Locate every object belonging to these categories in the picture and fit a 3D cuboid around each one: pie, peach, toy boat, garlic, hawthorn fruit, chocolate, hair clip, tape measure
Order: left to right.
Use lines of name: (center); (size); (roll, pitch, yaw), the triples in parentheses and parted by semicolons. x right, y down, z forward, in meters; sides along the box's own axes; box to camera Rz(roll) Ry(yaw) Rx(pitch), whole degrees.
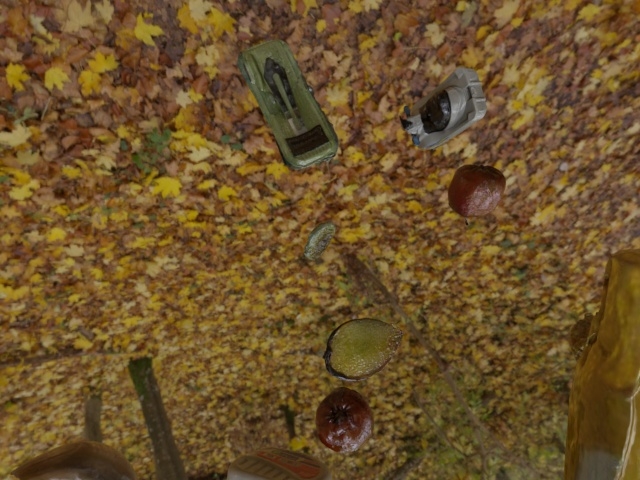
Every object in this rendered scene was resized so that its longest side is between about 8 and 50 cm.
garlic: (-0.291, 0.330, 0.582); (0.101, 0.086, 0.196); (-37, 116, -31)
tape measure: (-0.095, 0.634, 1.142); (0.257, 0.130, 0.265); (4, 173, 23)
hair clip: (-0.071, -0.296, 1.007); (0.138, 0.322, 0.091); (-23, 168, -7)
pie: (0.000, 0.000, 0.859); (0.084, 0.020, 0.085); (-41, 151, -28)
hawthorn fruit: (0.066, 0.448, 1.105); (0.148, 0.148, 0.172); (-30, 138, 1)
peach: (0.138, 0.348, 1.470); (0.278, 0.189, 0.068); (-15, 170, -10)
toy boat: (0.285, -0.309, 1.117); (0.140, 0.141, 0.269); (-1, 170, -30)
hawthorn fruit: (0.452, -0.130, 1.326); (0.156, 0.157, 0.194); (-9, 128, -23)
chocolate: (0.363, 0.231, 0.529); (0.161, 0.162, 0.447); (-7, 100, -24)

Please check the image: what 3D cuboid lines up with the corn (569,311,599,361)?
corn: (0.542, 0.283, 0.694); (0.143, 0.387, 0.144); (-35, -179, 1)
